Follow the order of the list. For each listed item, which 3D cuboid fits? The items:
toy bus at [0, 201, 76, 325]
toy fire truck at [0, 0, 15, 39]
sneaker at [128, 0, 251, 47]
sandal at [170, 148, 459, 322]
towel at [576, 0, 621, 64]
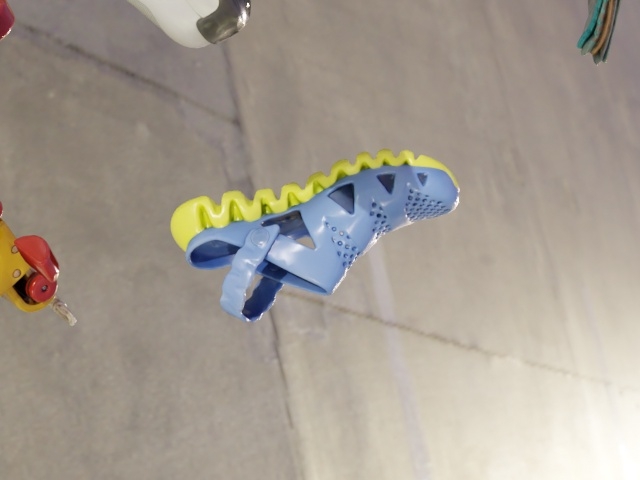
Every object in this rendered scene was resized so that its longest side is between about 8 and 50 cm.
[{"bbox_3d":[-0.310,0.020,1.116,0.202,0.191,0.104,46,71,-1],"label":"toy bus"},{"bbox_3d":[-0.548,-0.268,1.646,0.302,0.254,0.169,-87,159,-48],"label":"toy fire truck"},{"bbox_3d":[-0.266,-0.253,0.872,0.447,0.257,0.169,47,11,-14],"label":"sneaker"},{"bbox_3d":[0.000,0.000,1.406,0.126,0.317,0.138,51,24,-61],"label":"sandal"},{"bbox_3d":[0.349,-0.423,1.474,0.271,0.040,0.370,-71,170,-50],"label":"towel"}]
